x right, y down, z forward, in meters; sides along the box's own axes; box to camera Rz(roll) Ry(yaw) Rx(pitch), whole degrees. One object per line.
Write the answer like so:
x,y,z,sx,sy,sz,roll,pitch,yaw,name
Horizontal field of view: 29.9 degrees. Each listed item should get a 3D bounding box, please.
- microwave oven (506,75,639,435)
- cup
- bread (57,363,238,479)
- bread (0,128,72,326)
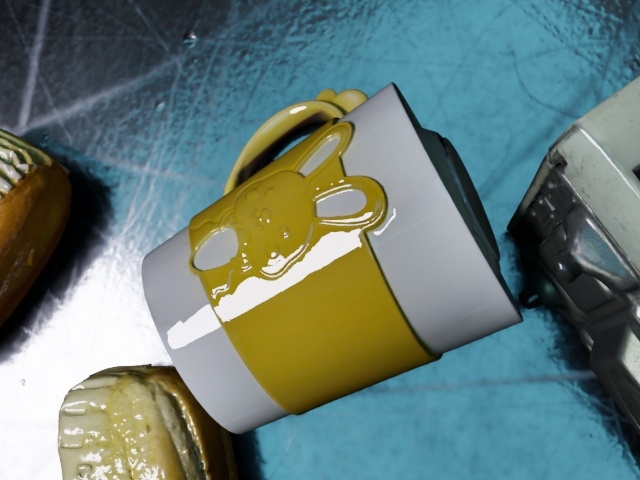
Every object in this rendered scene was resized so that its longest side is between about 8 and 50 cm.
0.310,0.071,0.708,0.247,0.333,0.394,-35,81,-3,microwave oven
0.000,0.000,0.841,0.226,0.185,0.241,-30,51,8,cup
-0.109,0.201,0.835,0.106,0.140,0.236,-11,84,8,bread
-0.265,0.007,0.873,0.114,0.132,0.190,31,91,6,bread
